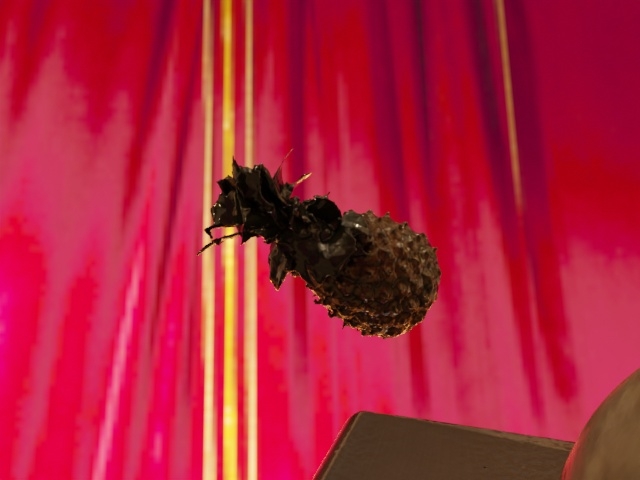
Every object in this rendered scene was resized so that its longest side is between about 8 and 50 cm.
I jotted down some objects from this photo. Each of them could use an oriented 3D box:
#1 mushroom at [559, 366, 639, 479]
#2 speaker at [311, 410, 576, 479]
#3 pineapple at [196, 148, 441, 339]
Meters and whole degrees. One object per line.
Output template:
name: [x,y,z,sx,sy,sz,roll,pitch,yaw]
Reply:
mushroom: [0.199,0.128,0.677,0.226,0.178,0.226,19,-52,27]
speaker: [0.063,0.203,0.889,0.193,0.231,0.153,7,-74,10]
pineapple: [0.000,0.000,1.559,0.125,0.125,0.251,-26,-37,34]
